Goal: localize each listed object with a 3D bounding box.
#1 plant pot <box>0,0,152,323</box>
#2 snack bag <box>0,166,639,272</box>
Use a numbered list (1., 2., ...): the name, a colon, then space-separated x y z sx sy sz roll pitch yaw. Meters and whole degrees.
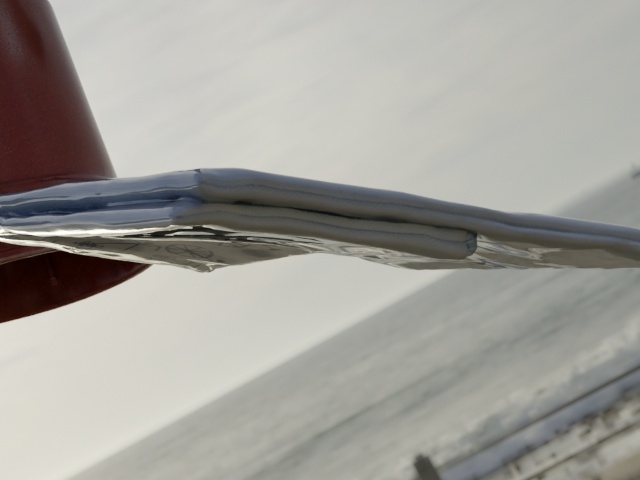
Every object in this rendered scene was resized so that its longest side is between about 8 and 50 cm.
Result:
1. plant pot: -0.314 -0.076 1.400 0.272 0.265 0.272 -16 -11 -3
2. snack bag: 0.000 0.000 0.902 0.343 0.037 0.323 7 -5 -32
